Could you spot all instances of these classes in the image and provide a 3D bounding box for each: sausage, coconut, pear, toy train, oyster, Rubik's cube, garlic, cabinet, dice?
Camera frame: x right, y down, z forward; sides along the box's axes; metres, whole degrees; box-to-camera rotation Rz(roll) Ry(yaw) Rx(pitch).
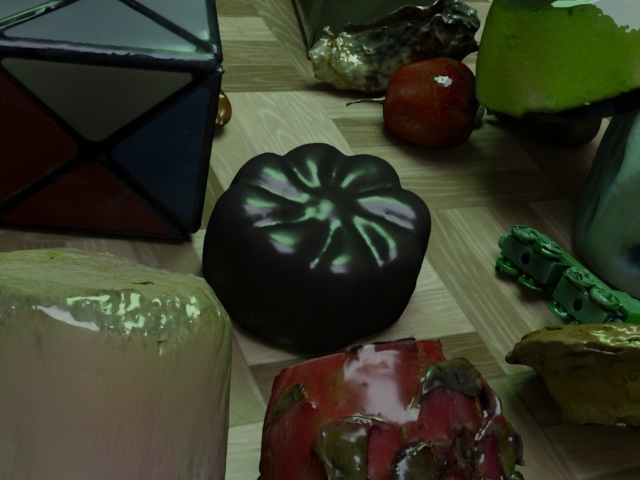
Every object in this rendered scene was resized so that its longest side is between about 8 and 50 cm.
[{"bbox_3d":[-0.187,-0.233,1.585,0.062,0.054,0.183,-33,56,-7],"label":"sausage"},{"bbox_3d":[-0.227,0.172,0.884,0.297,0.309,0.297,8,8,-1],"label":"coconut"},{"bbox_3d":[0.407,-0.340,1.524,0.399,0.165,0.399,-14,28,8],"label":"pear"},{"bbox_3d":[0.352,0.061,1.400,0.119,0.085,0.251,9,26,-35],"label":"toy train"},{"bbox_3d":[0.149,-0.327,1.725,0.275,0.271,0.100,24,39,-42],"label":"oyster"},{"bbox_3d":[-0.300,-0.207,1.319,0.307,0.305,0.310,4,42,-13],"label":"Rubik's cube"},{"bbox_3d":[0.418,-0.281,1.791,0.214,0.160,0.191,23,44,12],"label":"garlic"},{"bbox_3d":[0.089,-0.529,1.864,0.227,0.290,0.318,3,39,-16],"label":"cabinet"},{"bbox_3d":[0.550,-0.073,1.502,0.262,0.264,0.268,21,39,5],"label":"dice"}]

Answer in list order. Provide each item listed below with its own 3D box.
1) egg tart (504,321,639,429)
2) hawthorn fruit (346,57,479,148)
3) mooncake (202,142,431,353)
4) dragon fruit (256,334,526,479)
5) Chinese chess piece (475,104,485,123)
[{"bbox_3d":[0.381,0.169,1.198,0.315,0.315,0.120,6,78,-14],"label":"egg tart"},{"bbox_3d":[0.159,-0.231,1.660,0.203,0.162,0.162,11,35,21],"label":"hawthorn fruit"},{"bbox_3d":[0.000,0.000,1.296,0.306,0.154,0.306,11,41,-9],"label":"mooncake"},{"bbox_3d":[0.059,0.249,0.950,0.250,0.269,0.291,-5,77,-37],"label":"dragon fruit"},{"bbox_3d":[0.250,-0.237,1.769,0.084,0.034,0.084,5,40,-4],"label":"Chinese chess piece"}]
